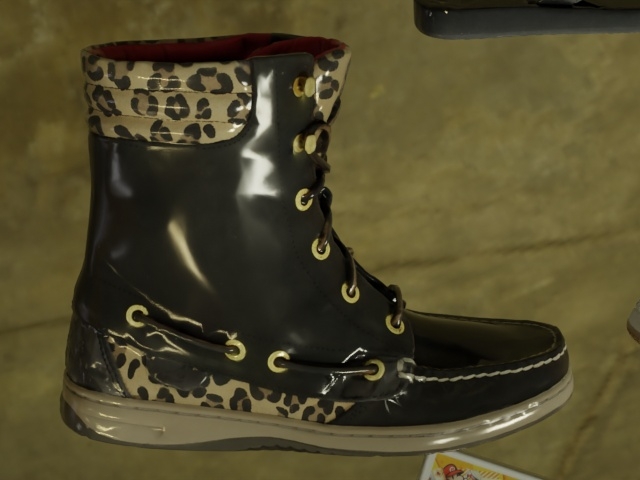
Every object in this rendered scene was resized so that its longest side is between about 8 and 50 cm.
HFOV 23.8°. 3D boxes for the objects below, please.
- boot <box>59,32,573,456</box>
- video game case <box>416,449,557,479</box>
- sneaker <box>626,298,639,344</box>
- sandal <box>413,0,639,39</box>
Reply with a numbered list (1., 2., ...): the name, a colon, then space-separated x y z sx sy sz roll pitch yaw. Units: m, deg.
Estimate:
1. boot: 0.000 0.000 1.085 0.377 0.138 0.284 0 105 -2
2. video game case: 0.175 0.312 1.376 0.227 0.206 0.026 18 -176 3
3. sneaker: 0.293 0.030 0.846 0.099 0.282 0.153 23 91 -26
4. sandal: 0.199 -0.196 1.169 0.254 0.097 0.054 -7 118 -6
